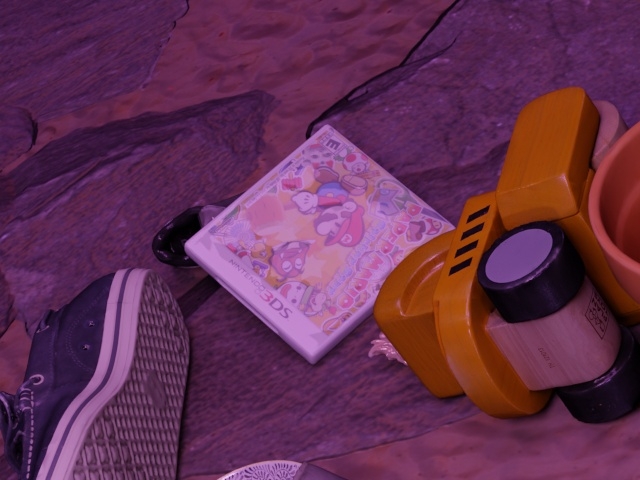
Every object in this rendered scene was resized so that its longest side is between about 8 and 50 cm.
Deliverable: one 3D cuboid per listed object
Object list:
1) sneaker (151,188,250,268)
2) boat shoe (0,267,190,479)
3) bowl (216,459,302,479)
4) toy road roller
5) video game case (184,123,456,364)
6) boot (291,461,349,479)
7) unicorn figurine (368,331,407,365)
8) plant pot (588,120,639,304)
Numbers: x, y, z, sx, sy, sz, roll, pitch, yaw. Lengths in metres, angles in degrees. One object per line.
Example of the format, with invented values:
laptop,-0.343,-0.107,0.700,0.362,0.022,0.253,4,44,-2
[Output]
sneaker,-0.092,-0.017,2.281,0.234,0.078,0.106,-18,1,17
boat shoe,-0.248,0.209,2.042,0.156,0.186,0.500,-17,31,15
bowl,-0.052,0.298,1.892,0.170,0.080,0.170,-17,37,13
toy road roller,0.198,0.028,1.986,0.241,0.202,0.329,-14,37,34
video game case,0.000,0.000,2.203,0.227,0.026,0.206,-41,65,-20
boot,0.053,0.293,1.764,0.209,0.076,0.189,23,34,0
unicorn figurine,0.127,0.072,2.094,0.111,0.060,0.162,13,67,40
plant pot,0.417,0.011,1.858,0.291,0.203,0.291,-15,38,12
